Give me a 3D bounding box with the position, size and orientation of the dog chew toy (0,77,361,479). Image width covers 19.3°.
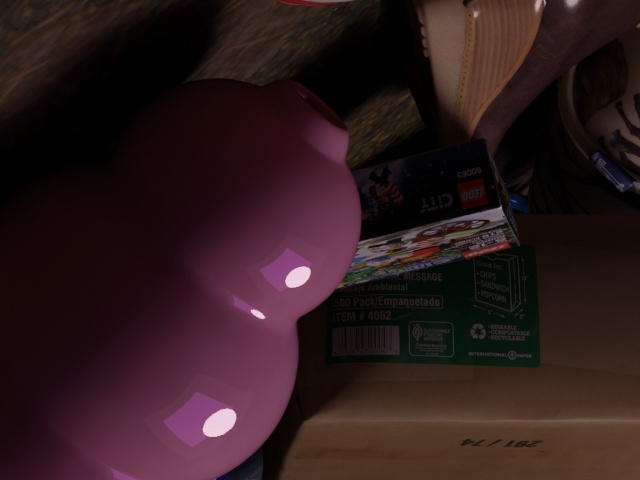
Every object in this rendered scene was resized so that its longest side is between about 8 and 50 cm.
[{"bbox_3d":[-0.107,0.057,0.939,0.332,0.206,0.206,-49,166,13],"label":"dog chew toy"}]

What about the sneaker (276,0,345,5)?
[{"bbox_3d":[0.073,-0.193,0.812,0.279,0.107,0.118,-32,-175,-12],"label":"sneaker"}]

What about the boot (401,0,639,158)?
[{"bbox_3d":[0.157,-0.126,1.148,0.207,0.090,0.248,-19,158,-3],"label":"boot"}]

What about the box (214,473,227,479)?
[{"bbox_3d":[-0.115,0.168,1.589,0.137,0.072,0.126,-23,161,-52],"label":"box"}]

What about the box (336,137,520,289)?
[{"bbox_3d":[0.000,0.000,1.148,0.233,0.044,0.159,-14,169,8],"label":"box"}]

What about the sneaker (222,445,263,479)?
[{"bbox_3d":[0.006,0.230,2.014,0.236,0.130,0.323,-34,163,4],"label":"sneaker"}]

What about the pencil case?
[{"bbox_3d":[0.264,-0.063,1.556,0.160,0.183,0.410,-20,167,-2],"label":"pencil case"}]

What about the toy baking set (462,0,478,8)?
[{"bbox_3d":[0.141,-0.201,0.946,0.256,0.030,0.197,-45,-179,-10],"label":"toy baking set"}]

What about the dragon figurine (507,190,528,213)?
[{"bbox_3d":[0.202,0.030,1.811,0.289,0.144,0.085,-39,168,4],"label":"dragon figurine"}]

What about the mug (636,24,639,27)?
[{"bbox_3d":[0.197,-0.183,1.214,0.064,0.062,0.078,19,94,-86],"label":"mug"}]

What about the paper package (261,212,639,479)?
[{"bbox_3d":[0.122,0.102,1.458,0.325,0.168,0.309,1,158,-8],"label":"paper package"}]
